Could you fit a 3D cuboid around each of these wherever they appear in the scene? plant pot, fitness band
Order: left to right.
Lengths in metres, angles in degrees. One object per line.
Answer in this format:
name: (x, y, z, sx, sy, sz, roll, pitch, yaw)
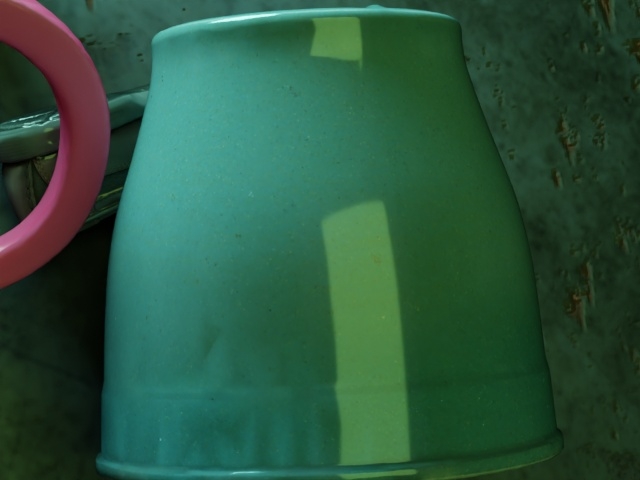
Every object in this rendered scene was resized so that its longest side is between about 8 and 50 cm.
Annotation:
fitness band: (-0.263, -0.053, 0.996, 0.291, 0.054, 0.209, -1, 112, -21)
plant pot: (0.000, 0.000, 1.017, 0.271, 0.271, 0.255, -2, 90, -25)

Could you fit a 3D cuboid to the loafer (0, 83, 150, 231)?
loafer: (-0.083, -0.070, 1.144, 0.267, 0.096, 0.084, -18, 103, -21)
